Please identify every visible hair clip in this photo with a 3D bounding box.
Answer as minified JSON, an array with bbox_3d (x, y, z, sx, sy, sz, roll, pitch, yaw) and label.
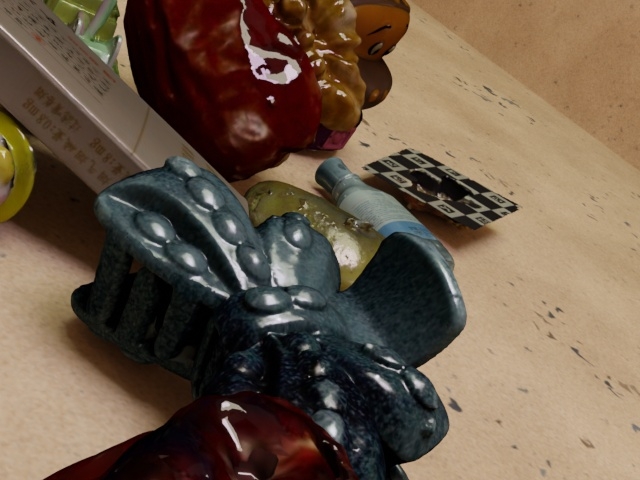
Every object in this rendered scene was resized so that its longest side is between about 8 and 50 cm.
[{"bbox_3d":[-0.034,0.084,0.657,0.206,0.194,0.310,2,36,-30],"label":"hair clip"}]

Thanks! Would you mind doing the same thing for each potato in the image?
[{"bbox_3d":[0.000,0.000,0.981,0.188,0.085,0.105,33,19,16],"label":"potato"}]

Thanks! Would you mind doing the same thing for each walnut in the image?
[{"bbox_3d":[-0.085,-0.205,1.045,0.269,0.244,0.222,61,26,-3],"label":"walnut"}]

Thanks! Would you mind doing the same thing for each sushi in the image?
[{"bbox_3d":[0.162,-0.058,1.376,0.193,0.040,0.210,31,23,18],"label":"sushi"}]

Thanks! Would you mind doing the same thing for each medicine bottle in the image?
[{"bbox_3d":[0.066,-0.024,1.156,0.090,0.053,0.208,5,32,-45],"label":"medicine bottle"}]

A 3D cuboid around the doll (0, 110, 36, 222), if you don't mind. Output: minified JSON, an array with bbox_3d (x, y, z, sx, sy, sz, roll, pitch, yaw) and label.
[{"bbox_3d":[-0.261,-0.045,0.679,0.135,0.099,0.241,52,10,-6],"label":"doll"}]

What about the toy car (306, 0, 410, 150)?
[{"bbox_3d":[-0.044,-0.291,1.331,0.341,0.240,0.271,43,22,19],"label":"toy car"}]

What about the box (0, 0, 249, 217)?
[{"bbox_3d":[-0.199,-0.115,0.825,0.365,0.051,0.204,45,9,-17],"label":"box"}]

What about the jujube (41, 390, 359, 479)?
[{"bbox_3d":[-0.072,0.148,0.365,0.168,0.236,0.168,27,29,-16],"label":"jujube"}]

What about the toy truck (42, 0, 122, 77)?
[{"bbox_3d":[-0.252,-0.213,1.039,0.128,0.135,0.259,20,21,-27],"label":"toy truck"}]
